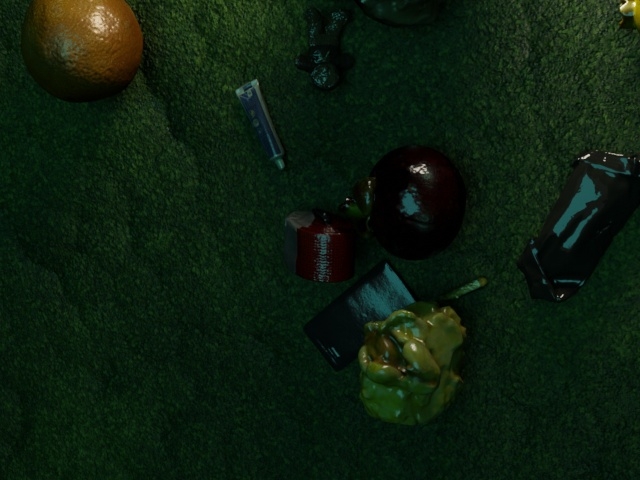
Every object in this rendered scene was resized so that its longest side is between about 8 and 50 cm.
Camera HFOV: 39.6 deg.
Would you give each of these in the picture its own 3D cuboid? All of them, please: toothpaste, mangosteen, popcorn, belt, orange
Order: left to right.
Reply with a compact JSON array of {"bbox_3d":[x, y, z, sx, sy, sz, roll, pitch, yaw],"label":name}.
[{"bbox_3d":[-0.502,-0.420,1.870,0.264,0.264,0.264,4,99,22],"label":"orange"},{"bbox_3d":[-0.117,-0.236,1.843,0.057,0.035,0.197,-25,85,18],"label":"toothpaste"},{"bbox_3d":[0.000,0.000,1.751,0.128,0.201,0.124,-2,104,-17],"label":"belt"},{"bbox_3d":[0.160,-0.076,1.650,0.216,0.216,0.216,4,99,22],"label":"mangosteen"},{"bbox_3d":[0.176,0.234,1.696,0.195,0.255,0.256,34,83,33],"label":"popcorn"}]

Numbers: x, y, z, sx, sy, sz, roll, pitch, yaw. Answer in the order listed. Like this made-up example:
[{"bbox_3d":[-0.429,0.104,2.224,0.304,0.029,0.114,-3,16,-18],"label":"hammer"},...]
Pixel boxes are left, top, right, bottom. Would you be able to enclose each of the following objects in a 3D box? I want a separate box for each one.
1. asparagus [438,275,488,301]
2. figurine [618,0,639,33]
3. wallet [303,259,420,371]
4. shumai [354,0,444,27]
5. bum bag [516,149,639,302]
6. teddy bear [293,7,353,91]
[{"bbox_3d":[0.276,0.098,1.737,0.108,0.021,0.025,-25,89,24],"label":"asparagus"},{"bbox_3d":[0.623,-0.358,1.478,0.234,0.127,0.185,-13,101,14],"label":"figurine"},{"bbox_3d":[0.082,0.157,1.825,0.244,0.025,0.124,-41,82,23],"label":"wallet"},{"bbox_3d":[0.137,-0.548,1.565,0.395,0.395,0.348,11,127,21],"label":"shumai"},{"bbox_3d":[0.467,-0.031,1.612,0.142,0.079,0.326,33,106,7],"label":"bum bag"},{"bbox_3d":[0.006,-0.373,1.752,0.119,0.078,0.161,0,92,-12],"label":"teddy bear"}]
